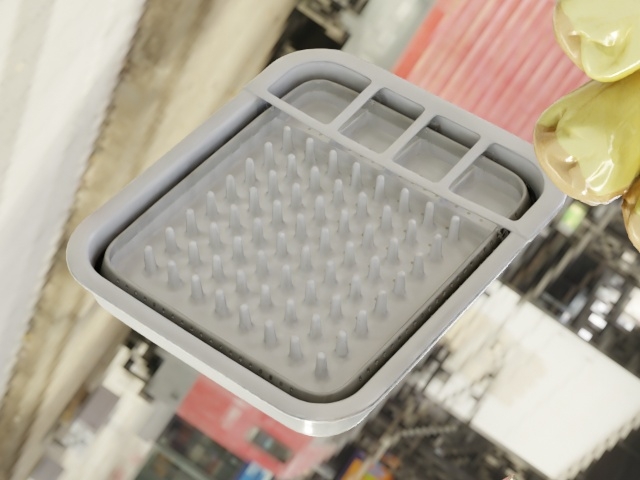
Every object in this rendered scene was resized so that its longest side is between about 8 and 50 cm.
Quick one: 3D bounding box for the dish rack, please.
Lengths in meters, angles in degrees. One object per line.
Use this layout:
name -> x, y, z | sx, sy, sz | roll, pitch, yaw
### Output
dish rack -> 0.000, 0.000, 1.173 | 0.333, 0.285, 0.072 | -43, 151, -33

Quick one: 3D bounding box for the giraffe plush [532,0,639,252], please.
giraffe plush -> 0.224, -0.098, 0.710 | 0.170, 0.181, 0.210 | -34, 155, -45

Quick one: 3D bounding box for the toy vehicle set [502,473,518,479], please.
toy vehicle set -> 0.118, 0.301, 0.920 | 0.166, 0.267, 0.035 | -32, 174, 14
